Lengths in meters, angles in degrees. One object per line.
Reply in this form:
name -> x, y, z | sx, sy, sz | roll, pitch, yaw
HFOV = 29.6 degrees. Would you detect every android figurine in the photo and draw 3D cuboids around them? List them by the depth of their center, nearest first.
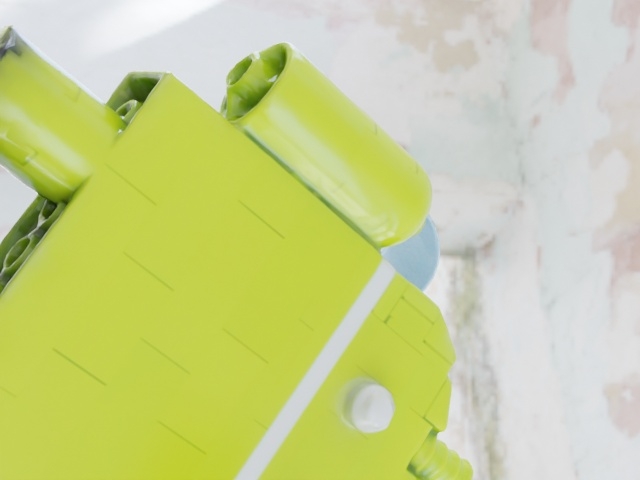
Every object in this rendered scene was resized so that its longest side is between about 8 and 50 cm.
android figurine -> -0.050, 0.053, 0.463 | 0.248, 0.273, 0.056 | -54, -154, -12

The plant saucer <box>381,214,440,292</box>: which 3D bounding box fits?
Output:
plant saucer -> 0.000, 0.000, 0.986 | 0.195, 0.194, 0.037 | 108, -12, -45
